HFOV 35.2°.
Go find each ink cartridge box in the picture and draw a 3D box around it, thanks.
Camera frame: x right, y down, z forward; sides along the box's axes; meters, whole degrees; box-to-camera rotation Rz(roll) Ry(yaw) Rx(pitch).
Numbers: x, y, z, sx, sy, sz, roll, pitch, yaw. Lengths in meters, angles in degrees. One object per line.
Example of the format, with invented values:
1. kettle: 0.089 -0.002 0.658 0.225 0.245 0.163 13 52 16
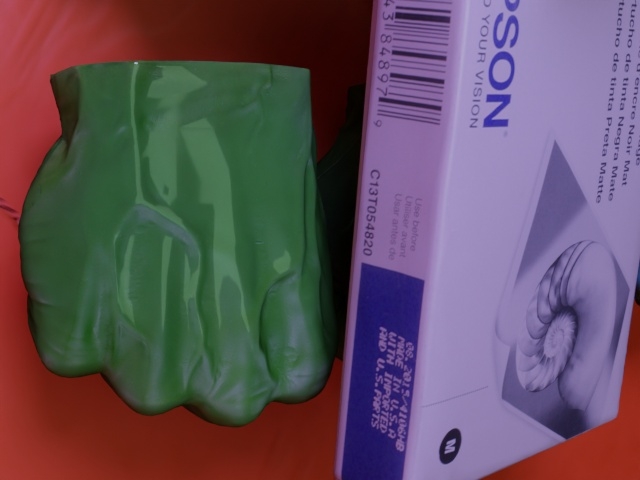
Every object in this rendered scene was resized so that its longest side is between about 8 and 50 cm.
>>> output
1. ink cartridge box: 0.102 -0.020 0.434 0.224 0.045 0.223 -10 109 -46

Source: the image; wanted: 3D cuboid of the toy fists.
1. toy fists: 0.000 0.000 0.456 0.279 0.096 0.142 -4 91 -39

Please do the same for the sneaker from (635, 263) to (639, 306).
1. sneaker: 0.235 -0.083 0.604 0.110 0.107 0.275 28 75 -10
